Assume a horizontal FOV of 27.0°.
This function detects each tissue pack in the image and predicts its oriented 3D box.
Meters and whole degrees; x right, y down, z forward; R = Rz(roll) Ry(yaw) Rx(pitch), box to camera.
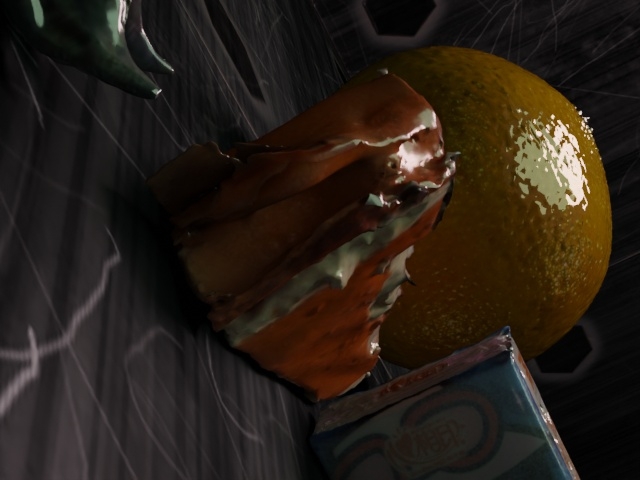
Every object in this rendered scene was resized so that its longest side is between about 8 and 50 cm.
[{"bbox_3d":[0.079,0.138,0.686,0.155,0.115,0.065,65,10,-7],"label":"tissue pack"}]

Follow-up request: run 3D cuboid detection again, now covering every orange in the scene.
[{"bbox_3d":[0.087,-0.018,0.895,0.236,0.236,0.236,63,7,-15],"label":"orange"}]

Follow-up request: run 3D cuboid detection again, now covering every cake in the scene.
[{"bbox_3d":[0.004,0.005,0.665,0.098,0.135,0.287,52,-5,14],"label":"cake"}]

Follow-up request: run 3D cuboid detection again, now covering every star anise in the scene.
[{"bbox_3d":[-0.107,-0.139,0.498,0.205,0.061,0.180,61,13,-3],"label":"star anise"}]
